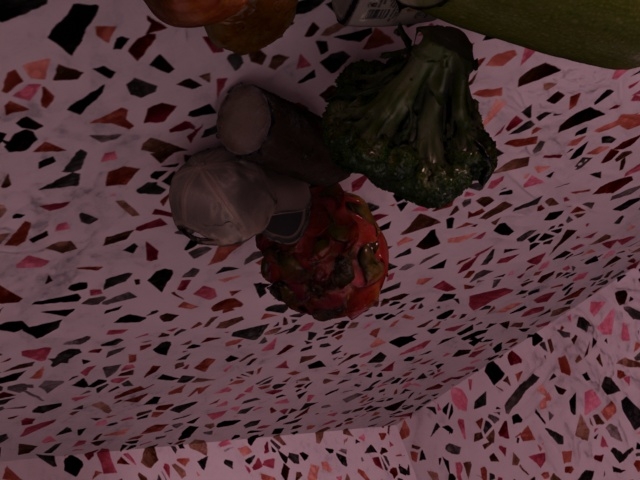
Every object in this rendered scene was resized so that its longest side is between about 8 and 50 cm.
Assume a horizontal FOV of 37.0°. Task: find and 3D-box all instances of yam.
[{"bbox_3d":[-0.055,-0.171,1.645,0.131,0.131,0.280,-33,153,24],"label":"yam"}]

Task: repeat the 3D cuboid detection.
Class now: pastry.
[{"bbox_3d":[-0.101,-0.329,1.353,0.153,0.081,0.153,-16,149,-10],"label":"pastry"}]

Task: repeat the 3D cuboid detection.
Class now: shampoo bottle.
[{"bbox_3d":[0.163,-0.390,1.448,0.284,0.071,0.153,-9,152,-28],"label":"shampoo bottle"}]

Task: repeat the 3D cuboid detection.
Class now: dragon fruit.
[{"bbox_3d":[0.000,0.000,1.895,0.250,0.269,0.291,-24,120,23],"label":"dragon fruit"}]

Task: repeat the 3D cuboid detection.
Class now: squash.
[{"bbox_3d":[0.306,-0.389,1.287,0.384,0.263,0.263,8,143,-30],"label":"squash"}]

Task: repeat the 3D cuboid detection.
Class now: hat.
[{"bbox_3d":[-0.137,-0.089,1.698,0.275,0.232,0.161,-16,126,-43],"label":"hat"}]

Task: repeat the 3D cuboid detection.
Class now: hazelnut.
[{"bbox_3d":[-0.165,-0.347,1.219,0.150,0.150,0.150,-17,154,-9],"label":"hazelnut"}]

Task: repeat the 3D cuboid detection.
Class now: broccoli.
[{"bbox_3d":[0.148,-0.211,1.534,0.304,0.321,0.283,3,134,-19],"label":"broccoli"}]
